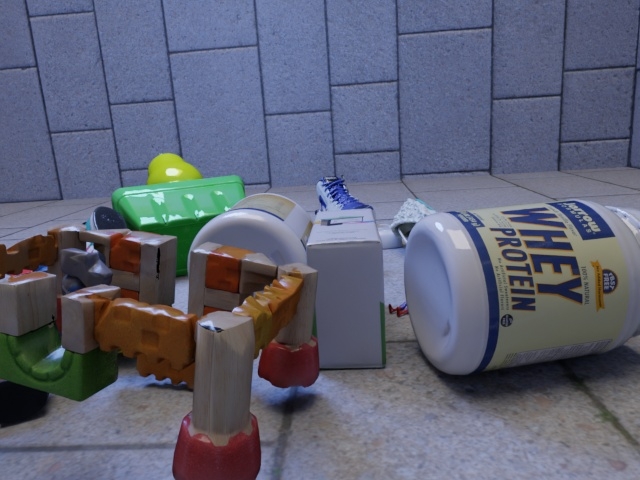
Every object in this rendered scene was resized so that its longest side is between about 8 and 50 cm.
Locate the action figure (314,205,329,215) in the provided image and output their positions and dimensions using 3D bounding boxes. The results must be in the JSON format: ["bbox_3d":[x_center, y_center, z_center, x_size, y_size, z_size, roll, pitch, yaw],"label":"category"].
[{"bbox_3d":[-0.008,0.004,1.245,0.284,0.185,0.099,-6,31,16],"label":"action figure"}]

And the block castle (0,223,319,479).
[{"bbox_3d":[-0.242,0.126,0.620,0.453,0.213,0.303,9,13,14],"label":"block castle"}]

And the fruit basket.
[{"bbox_3d":[-0.400,-0.079,1.420,0.391,0.283,0.392,3,27,-2],"label":"fruit basket"}]

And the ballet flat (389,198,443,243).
[{"bbox_3d":[0.305,0.001,1.278,0.146,0.147,0.409,-8,18,-17],"label":"ballet flat"}]

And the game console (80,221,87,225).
[{"bbox_3d":[-0.671,0.022,1.496,0.213,0.044,0.361,14,16,-4],"label":"game console"}]

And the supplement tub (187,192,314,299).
[{"bbox_3d":[-0.123,0.024,1.038,0.228,0.228,0.316,-3,13,5],"label":"supplement tub"}]

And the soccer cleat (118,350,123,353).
[{"bbox_3d":[-0.413,0.169,0.836,0.289,0.094,0.121,-2,24,13],"label":"soccer cleat"}]

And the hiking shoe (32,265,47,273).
[{"bbox_3d":[-0.606,0.109,1.065,0.132,0.113,0.304,-12,16,-35],"label":"hiking shoe"}]

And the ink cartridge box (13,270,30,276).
[{"bbox_3d":[-0.868,0.046,1.539,0.181,0.056,0.224,7,15,40],"label":"ink cartridge box"}]

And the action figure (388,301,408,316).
[{"bbox_3d":[0.189,0.121,0.979,0.115,0.030,0.038,-10,10,-32],"label":"action figure"}]

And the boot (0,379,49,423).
[{"bbox_3d":[-0.496,0.217,0.690,0.219,0.082,0.106,2,0,-21],"label":"boot"}]

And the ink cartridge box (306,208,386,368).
[{"bbox_3d":[0.046,0.067,0.866,0.117,0.202,0.278,-3,13,4],"label":"ink cartridge box"}]

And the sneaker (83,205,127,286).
[{"bbox_3d":[-0.543,0.076,1.185,0.123,0.178,0.296,21,35,-38],"label":"sneaker"}]

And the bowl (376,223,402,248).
[{"bbox_3d":[0.171,-0.014,1.499,0.141,0.053,0.142,-4,12,-3],"label":"bowl"}]

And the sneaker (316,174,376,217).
[{"bbox_3d":[0.055,-0.125,1.620,0.127,0.182,0.315,-16,6,-16],"label":"sneaker"}]

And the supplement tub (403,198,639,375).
[{"bbox_3d":[0.311,0.062,0.740,0.324,0.236,0.235,-6,14,-9],"label":"supplement tub"}]
